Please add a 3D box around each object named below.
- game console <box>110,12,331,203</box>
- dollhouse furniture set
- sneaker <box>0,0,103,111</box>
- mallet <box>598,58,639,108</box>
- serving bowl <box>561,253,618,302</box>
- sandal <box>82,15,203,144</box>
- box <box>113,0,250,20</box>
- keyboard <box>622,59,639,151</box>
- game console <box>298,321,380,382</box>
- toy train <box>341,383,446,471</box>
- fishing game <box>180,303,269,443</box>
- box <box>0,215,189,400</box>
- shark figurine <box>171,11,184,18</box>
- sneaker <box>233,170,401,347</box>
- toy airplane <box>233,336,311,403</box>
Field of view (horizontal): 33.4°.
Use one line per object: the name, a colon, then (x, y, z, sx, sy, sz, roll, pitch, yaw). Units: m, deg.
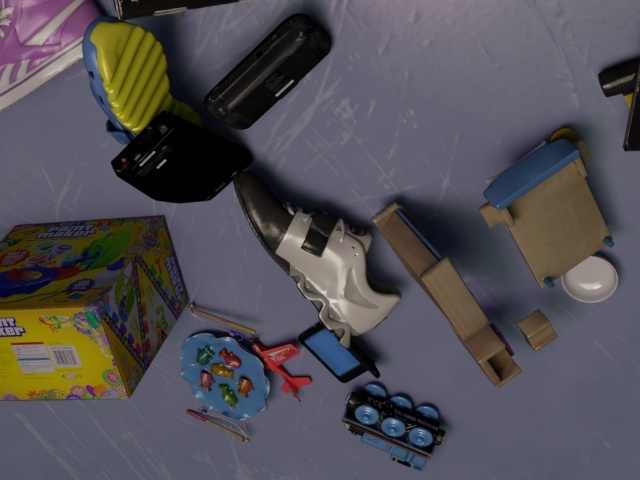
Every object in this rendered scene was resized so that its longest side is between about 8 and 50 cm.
game console: (-0.126, -0.185, 1.564, 0.361, 0.213, 0.044, -41, 65, 14)
dollhouse furniture set: (0.286, -0.001, 1.598, 0.303, 0.198, 0.286, -36, 124, 1)
sneaker: (-0.466, -0.294, 1.595, 0.282, 0.102, 0.161, -35, 106, -1)
mallet: (0.453, -0.167, 1.480, 0.062, 0.039, 0.189, -27, 114, 25)
serving bowl: (0.410, 0.053, 1.623, 0.083, 0.027, 0.083, 8, 122, 12)
sandal: (-0.284, -0.213, 1.555, 0.138, 0.126, 0.317, 24, 159, 20)
box: (-0.168, -0.466, 1.390, 0.257, 0.079, 0.321, -12, 120, -10)
keyboard: (0.468, -0.206, 1.435, 0.108, 0.023, 0.180, -2, 117, -13)
game console: (0.030, 0.195, 1.793, 0.071, 0.107, 0.122, -44, 103, 3)
toy train: (0.122, 0.321, 1.837, 0.184, 0.080, 0.105, 22, 129, 2)
fishing game: (-0.174, 0.246, 1.879, 0.189, 0.041, 0.264, 22, 127, 18)
box: (-0.411, 0.109, 1.741, 0.290, 0.279, 0.177, -4, 119, 17)
shark figurine: (-0.307, -0.429, 1.493, 0.278, 0.116, 0.166, 24, 122, -1)
sneaker: (0.000, 0.000, 1.671, 0.146, 0.122, 0.330, -36, 105, 12)
toy airplane: (-0.075, 0.222, 1.861, 0.151, 0.028, 0.151, 11, 127, 15)
